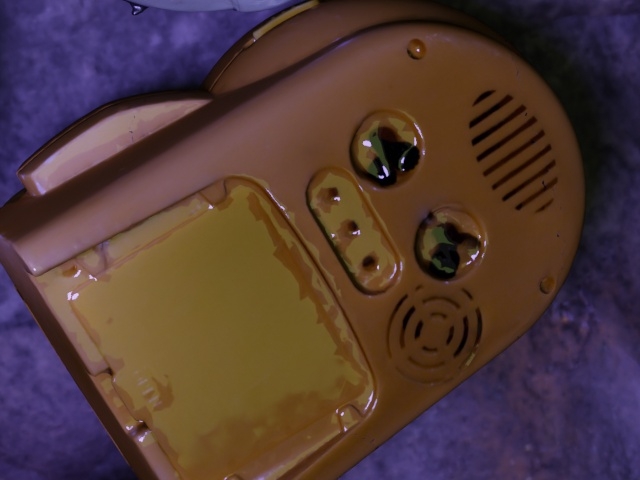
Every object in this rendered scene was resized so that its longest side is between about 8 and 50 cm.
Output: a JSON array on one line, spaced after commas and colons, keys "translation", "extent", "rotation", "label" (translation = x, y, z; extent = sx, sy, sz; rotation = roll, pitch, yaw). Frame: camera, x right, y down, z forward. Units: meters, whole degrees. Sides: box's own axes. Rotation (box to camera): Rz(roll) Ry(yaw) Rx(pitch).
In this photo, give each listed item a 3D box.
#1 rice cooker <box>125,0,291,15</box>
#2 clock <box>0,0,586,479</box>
[{"translation": [-0.065, -0.231, 0.958], "extent": [0.226, 0.244, 0.226], "rotation": [-1, 104, -3], "label": "rice cooker"}, {"translation": [0.000, 0.000, 1.056], "extent": [0.317, 0.200, 0.244], "rotation": [-31, 108, -8], "label": "clock"}]
